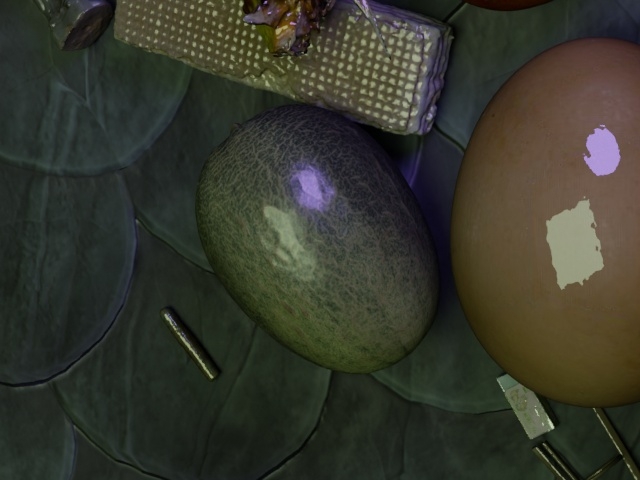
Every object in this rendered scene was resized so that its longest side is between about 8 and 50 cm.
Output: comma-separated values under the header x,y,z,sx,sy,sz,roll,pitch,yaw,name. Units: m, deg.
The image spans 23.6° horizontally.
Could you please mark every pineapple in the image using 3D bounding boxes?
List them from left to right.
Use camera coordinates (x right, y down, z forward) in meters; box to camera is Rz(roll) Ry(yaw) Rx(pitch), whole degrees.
x,y,z,sx,sy,sz,roll,pitch,yaw,name
-0.035,-0.348,1.684,0.158,0.335,0.161,-8,137,-9,pineapple

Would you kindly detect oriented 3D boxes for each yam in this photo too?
x,y,z,sx,sy,sz,roll,pitch,yaw,name
-0.171,0.134,1.990,0.021,0.021,0.116,-42,81,29,yam

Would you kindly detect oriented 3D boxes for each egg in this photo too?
x,y,z,sx,sy,sz,roll,pitch,yaw,name
0.283,-0.017,1.552,0.301,0.301,0.374,10,101,26,egg

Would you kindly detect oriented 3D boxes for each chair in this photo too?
x,y,z,sx,sy,sz,roll,pitch,yaw,name
0.332,0.302,1.730,0.221,0.104,0.095,51,145,14,chair

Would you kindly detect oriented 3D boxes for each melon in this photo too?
x,y,z,sx,sy,sz,roll,pitch,yaw,name
0.000,0.000,1.736,0.248,0.248,0.329,-33,91,30,melon

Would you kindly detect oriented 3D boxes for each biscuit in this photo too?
x,y,z,sx,sy,sz,roll,pitch,yaw,name
-0.051,-0.242,1.802,0.426,0.078,0.144,20,112,23,biscuit

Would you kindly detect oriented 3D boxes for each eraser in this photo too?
x,y,z,sx,sy,sz,roll,pitch,yaw,name
0.241,0.188,1.785,0.038,0.019,0.083,-30,87,32,eraser

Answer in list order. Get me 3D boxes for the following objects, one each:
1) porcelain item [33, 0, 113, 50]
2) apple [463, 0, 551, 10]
x,y,z,sx,sy,sz,roll,pitch,yaw,name
-0.360,-0.343,1.954,0.216,0.069,0.081,48,124,15,porcelain item
0.192,-0.352,1.596,0.210,0.173,0.235,-27,80,35,apple
